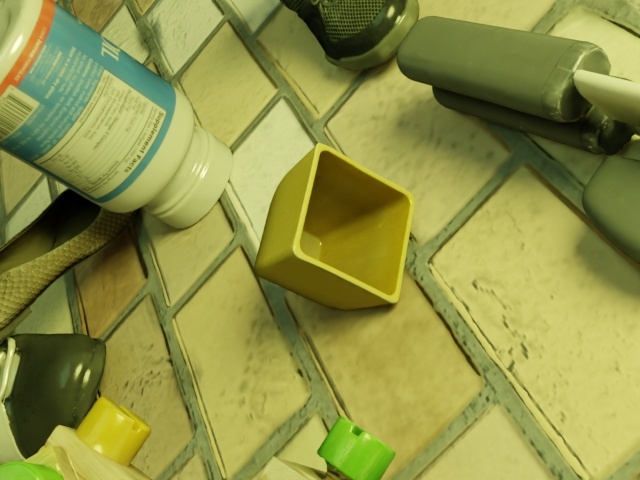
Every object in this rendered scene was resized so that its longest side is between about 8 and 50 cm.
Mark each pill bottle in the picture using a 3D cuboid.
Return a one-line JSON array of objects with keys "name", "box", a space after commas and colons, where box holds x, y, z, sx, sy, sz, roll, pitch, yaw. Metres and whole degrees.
[{"name": "pill bottle", "box": [-0.186, -0.099, 0.763, 0.124, 0.221, 0.124, -29, 44, 32]}]

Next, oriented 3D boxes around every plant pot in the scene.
[{"name": "plant pot", "box": [0.000, 0.000, 0.596, 0.083, 0.081, 0.081, -26, 45, 50]}]

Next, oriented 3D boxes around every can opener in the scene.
[{"name": "can opener", "box": [0.131, -0.067, 0.497, 0.093, 0.074, 0.280, -55, 35, 3]}]

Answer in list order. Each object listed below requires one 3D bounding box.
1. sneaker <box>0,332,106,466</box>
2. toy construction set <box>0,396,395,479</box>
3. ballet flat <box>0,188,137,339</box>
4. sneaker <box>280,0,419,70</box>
[{"name": "sneaker", "box": [-0.328, 0.136, 0.817, 0.331, 0.146, 0.122, -19, 48, 38]}, {"name": "toy construction set", "box": [-0.103, 0.144, 0.436, 0.237, 0.309, 0.257, -52, 44, -2]}, {"name": "ballet flat", "box": [-0.251, -0.001, 0.832, 0.084, 0.058, 0.250, 6, 40, 33]}, {"name": "sneaker", "box": [-0.010, -0.219, 0.734, 0.087, 0.130, 0.227, -48, 38, 14]}]
